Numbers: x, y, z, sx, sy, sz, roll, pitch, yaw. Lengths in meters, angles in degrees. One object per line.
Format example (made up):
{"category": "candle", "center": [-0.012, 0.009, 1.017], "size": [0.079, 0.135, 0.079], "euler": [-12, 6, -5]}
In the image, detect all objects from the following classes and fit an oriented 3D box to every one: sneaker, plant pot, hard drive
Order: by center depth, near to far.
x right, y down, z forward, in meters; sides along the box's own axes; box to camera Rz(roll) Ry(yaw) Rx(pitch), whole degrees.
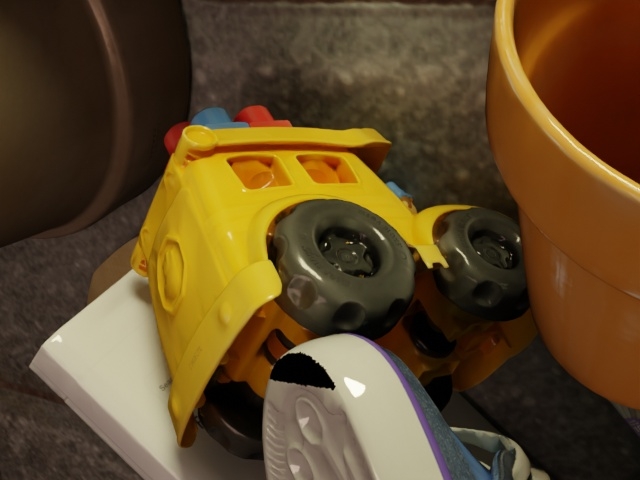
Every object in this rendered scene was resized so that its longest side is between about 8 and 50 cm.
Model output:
{"category": "plant pot", "center": [0.169, -0.022, 0.477], "size": [0.205, 0.205, 0.188], "euler": [26, 147, 19]}
{"category": "sneaker", "center": [0.123, 0.157, 0.561], "size": [0.130, 0.236, 0.323], "euler": [-2, 111, 59]}
{"category": "hard drive", "center": [-0.002, 0.122, 0.680], "size": [0.307, 0.203, 0.040], "euler": [44, 134, 1]}
{"category": "plant pot", "center": [-0.291, -0.096, 0.681], "size": [0.323, 0.280, 0.323], "euler": [19, 130, 23]}

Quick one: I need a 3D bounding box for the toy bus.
{"category": "toy bus", "center": [0.000, 0.000, 0.632], "size": [0.211, 0.220, 0.149], "euler": [63, 141, 33]}

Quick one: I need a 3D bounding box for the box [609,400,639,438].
{"category": "box", "center": [0.239, 0.104, 0.611], "size": [0.179, 0.043, 0.105], "euler": [49, 135, -8]}

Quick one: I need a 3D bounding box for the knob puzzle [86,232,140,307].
{"category": "knob puzzle", "center": [-0.106, 0.074, 0.843], "size": [0.213, 0.030, 0.213], "euler": [19, 130, 25]}
